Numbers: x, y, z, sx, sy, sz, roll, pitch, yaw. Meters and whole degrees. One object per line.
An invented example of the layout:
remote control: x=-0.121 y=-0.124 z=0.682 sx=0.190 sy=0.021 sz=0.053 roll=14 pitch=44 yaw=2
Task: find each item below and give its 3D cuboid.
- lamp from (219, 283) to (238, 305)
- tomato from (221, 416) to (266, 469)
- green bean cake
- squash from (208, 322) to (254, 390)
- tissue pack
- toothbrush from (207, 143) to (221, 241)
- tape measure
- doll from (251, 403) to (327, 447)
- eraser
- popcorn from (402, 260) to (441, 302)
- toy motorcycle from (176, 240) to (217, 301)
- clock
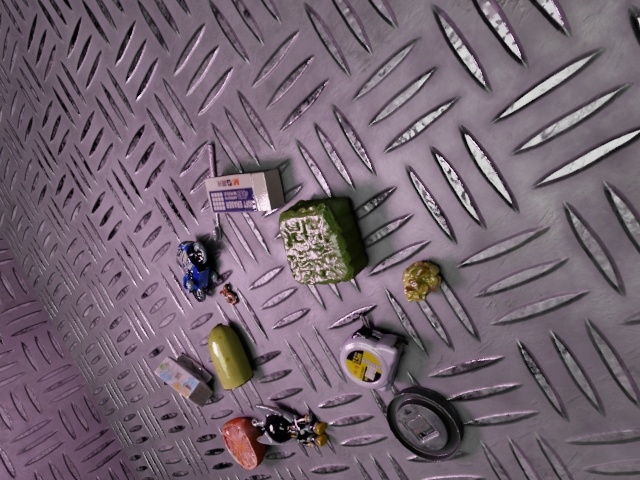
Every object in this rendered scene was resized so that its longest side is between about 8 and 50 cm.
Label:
lamp: x=-0.349 y=0.212 z=1.580 sx=0.083 sy=0.031 sz=0.063 roll=46 pitch=129 yaw=9
tomato: x=-0.318 y=0.852 z=1.761 sx=0.237 sy=0.095 sz=0.236 roll=17 pitch=119 yaw=35
green bean cake: x=0.000 y=0.000 z=1.179 sx=0.222 sy=0.125 sz=0.248 roll=-7 pitch=103 yaw=38
squash: x=-0.366 y=0.446 z=1.615 sx=0.132 sy=0.132 sz=0.247 roll=-17 pitch=97 yaw=39
tissue pack: x=-0.601 y=0.621 z=1.868 sx=0.229 sy=0.145 sz=0.159 roll=24 pitch=153 yaw=28
toothbrush: x=-0.378 y=-0.163 z=1.456 sx=0.024 sy=0.029 sz=0.354 roll=9 pitch=112 yaw=19
tape measure: x=0.151 y=0.341 z=1.220 sx=0.178 sy=0.105 sz=0.196 roll=24 pitch=121 yaw=19
doll: x=-0.126 y=0.704 z=1.557 sx=0.316 sy=0.103 sz=0.145 roll=-2 pitch=122 yaw=29
eraser: x=-0.249 y=-0.156 z=1.329 sx=0.279 sy=0.081 sz=0.124 roll=1 pitch=107 yaw=36
popcorn: x=0.253 y=0.107 z=1.064 sx=0.097 sy=0.089 sz=0.109 roll=44 pitch=131 yaw=29
toy motorcycle: x=-0.490 y=0.106 z=1.595 sx=0.169 sy=0.113 sz=0.315 roll=43 pitch=136 yaw=28
clock: x=0.306 y=0.540 z=1.214 sx=0.226 sy=0.049 sz=0.226 roll=13 pitch=113 yaw=32
